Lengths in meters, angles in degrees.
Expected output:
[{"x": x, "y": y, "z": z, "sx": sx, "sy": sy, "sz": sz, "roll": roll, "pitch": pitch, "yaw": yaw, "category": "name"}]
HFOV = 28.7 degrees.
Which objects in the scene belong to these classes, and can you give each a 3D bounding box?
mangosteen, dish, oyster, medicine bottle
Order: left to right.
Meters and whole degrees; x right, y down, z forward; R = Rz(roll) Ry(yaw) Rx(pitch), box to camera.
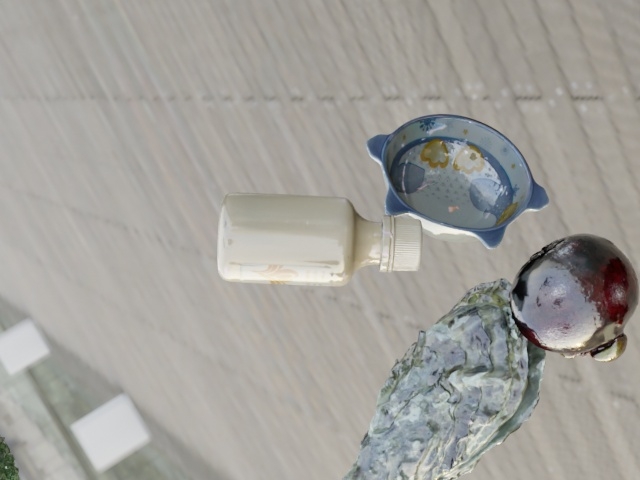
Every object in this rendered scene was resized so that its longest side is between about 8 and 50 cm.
[{"x": 0.000, "y": 0.000, "z": 1.557, "sx": 0.114, "sy": 0.252, "sz": 0.114, "roll": -178, "pitch": 90, "yaw": -90, "category": "medicine bottle"}, {"x": 0.145, "y": 0.206, "z": 1.546, "sx": 0.158, "sy": 0.351, "sz": 0.162, "roll": 45, "pitch": 179, "yaw": -16, "category": "oyster"}, {"x": 0.167, "y": -0.060, "z": 1.676, "sx": 0.236, "sy": 0.228, "sz": 0.086, "roll": 37, "pitch": 145, "yaw": 18, "category": "dish"}, {"x": 0.289, "y": 0.069, "z": 1.400, "sx": 0.152, "sy": 0.152, "sz": 0.152, "roll": 49, "pitch": 159, "yaw": 26, "category": "mangosteen"}]

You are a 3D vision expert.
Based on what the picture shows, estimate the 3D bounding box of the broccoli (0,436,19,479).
[{"x": -0.320, "y": 0.157, "z": 0.763, "sx": 0.270, "sy": 0.269, "sz": 0.270, "roll": -127, "pitch": 15, "yaw": -57, "category": "broccoli"}]
